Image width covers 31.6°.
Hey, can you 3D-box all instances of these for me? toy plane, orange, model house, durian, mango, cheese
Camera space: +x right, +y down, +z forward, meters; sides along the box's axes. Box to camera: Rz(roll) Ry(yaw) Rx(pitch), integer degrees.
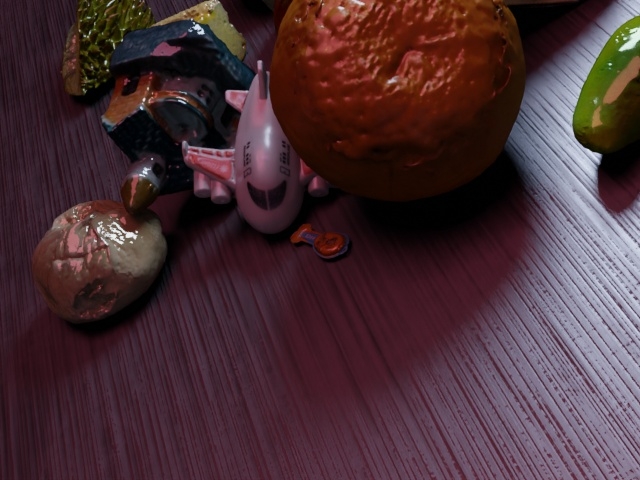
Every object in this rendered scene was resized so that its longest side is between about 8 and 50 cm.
[{"bbox_3d":[-0.078,-0.133,1.667,0.252,0.118,0.252,-1,74,4],"label":"toy plane"},{"bbox_3d":[0.100,-0.215,1.515,0.340,0.340,0.293,-38,-6,-6],"label":"orange"},{"bbox_3d":[-0.220,-0.154,1.746,0.184,0.253,0.291,-5,52,32],"label":"model house"},{"bbox_3d":[-0.448,-0.420,2.343,0.198,0.163,0.394,-66,25,23],"label":"durian"},{"bbox_3d":[0.401,-0.194,1.438,0.125,0.111,0.233,4,52,45],"label":"mango"},{"bbox_3d":[0.000,0.001,1.592,0.047,0.017,0.111,-46,38,-21],"label":"cheese"}]

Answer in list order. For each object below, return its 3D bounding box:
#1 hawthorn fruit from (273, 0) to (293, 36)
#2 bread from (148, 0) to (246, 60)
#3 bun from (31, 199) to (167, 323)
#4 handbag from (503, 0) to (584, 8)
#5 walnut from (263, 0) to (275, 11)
[{"bbox_3d":[0.040,-0.375,1.792,0.231,0.263,0.235,-11,27,25],"label":"hawthorn fruit"},{"bbox_3d":[-0.246,-0.334,2.039,0.169,0.140,0.160,-18,29,26],"label":"bread"},{"bbox_3d":[-0.340,0.016,1.725,0.220,0.134,0.220,-20,35,15],"label":"bun"},{"bbox_3d":[0.264,-0.492,1.789,0.237,0.160,0.358,-1,31,-23],"label":"handbag"},{"bbox_3d":[-0.006,-0.476,1.980,0.224,0.224,0.224,-20,39,17],"label":"walnut"}]
